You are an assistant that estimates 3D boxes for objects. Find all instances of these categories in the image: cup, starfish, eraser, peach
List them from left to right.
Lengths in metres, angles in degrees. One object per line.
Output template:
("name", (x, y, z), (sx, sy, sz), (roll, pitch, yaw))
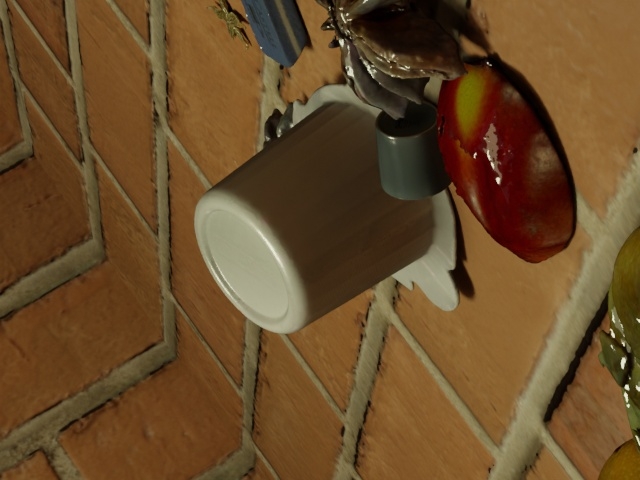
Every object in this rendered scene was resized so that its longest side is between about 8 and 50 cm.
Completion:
("starfish", (-0.111, -0.273, 2.440), (0.092, 0.016, 0.086), (64, 162, -9))
("eraser", (-0.074, -0.303, 2.229), (0.082, 0.036, 0.225), (38, 154, 56))
("cup", (0.095, -0.102, 2.048), (0.100, 0.078, 0.077), (-92, -8, -52))
("peach", (0.163, -0.058, 1.917), (0.189, 0.068, 0.279), (47, 161, 40))

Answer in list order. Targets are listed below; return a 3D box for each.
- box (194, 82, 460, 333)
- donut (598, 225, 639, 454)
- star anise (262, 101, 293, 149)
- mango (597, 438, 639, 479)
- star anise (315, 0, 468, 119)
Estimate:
("box", (0.000, 0.000, 2.185), (0.291, 0.206, 0.262), (62, 153, -9))
("donut", (0.357, 0.120, 1.488), (0.360, 0.170, 0.360), (50, 156, 31))
("star anise", (-0.012, -0.061, 2.427), (0.212, 0.073, 0.197), (57, 162, 14))
("mango", (0.336, 0.270, 1.913), (0.177, 0.120, 0.295), (49, 165, 4))
("star anise", (0.056, -0.215, 1.904), (0.236, 0.093, 0.229), (43, 151, 49))
